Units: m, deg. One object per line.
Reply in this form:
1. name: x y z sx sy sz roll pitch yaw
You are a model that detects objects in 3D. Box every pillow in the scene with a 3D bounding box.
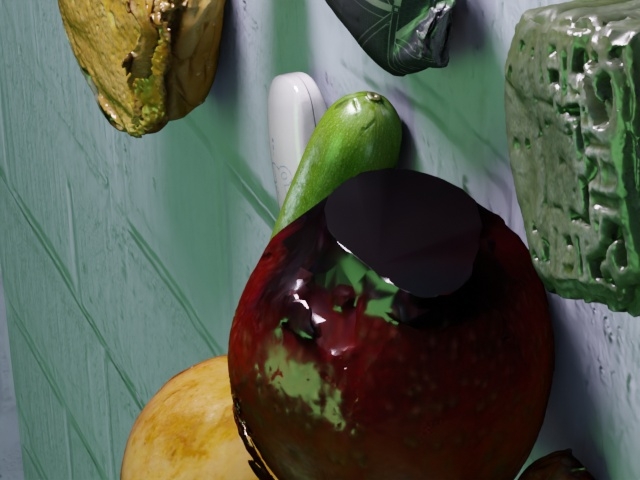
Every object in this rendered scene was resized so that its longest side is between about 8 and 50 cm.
1. pillow: 0.035 -0.267 1.784 0.161 0.093 0.335 87 157 -50

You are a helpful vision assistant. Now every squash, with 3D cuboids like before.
1. squash: 0.000 0.000 1.996 0.101 0.101 0.378 63 145 34

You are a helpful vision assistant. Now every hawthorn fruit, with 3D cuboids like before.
1. hawthorn fruit: 0.200 0.216 1.673 0.081 0.081 0.093 52 133 51
2. hawthorn fruit: 0.061 0.093 1.673 0.316 0.316 0.316 167 90 -71

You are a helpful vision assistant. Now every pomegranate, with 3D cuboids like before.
1. pomegranate: -0.041 0.277 2.014 0.338 0.338 0.338 167 90 -71

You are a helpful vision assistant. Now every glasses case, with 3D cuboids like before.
1. glasses case: -0.013 -0.062 2.104 0.092 0.059 0.233 20 123 63

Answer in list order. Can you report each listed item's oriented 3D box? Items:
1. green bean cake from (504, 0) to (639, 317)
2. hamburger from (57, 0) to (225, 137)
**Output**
1. green bean cake: 0.216 -0.058 1.388 0.227 0.125 0.222 -157 57 -72
2. hamburger: -0.210 -0.275 2.373 0.318 0.158 0.318 168 90 -70
